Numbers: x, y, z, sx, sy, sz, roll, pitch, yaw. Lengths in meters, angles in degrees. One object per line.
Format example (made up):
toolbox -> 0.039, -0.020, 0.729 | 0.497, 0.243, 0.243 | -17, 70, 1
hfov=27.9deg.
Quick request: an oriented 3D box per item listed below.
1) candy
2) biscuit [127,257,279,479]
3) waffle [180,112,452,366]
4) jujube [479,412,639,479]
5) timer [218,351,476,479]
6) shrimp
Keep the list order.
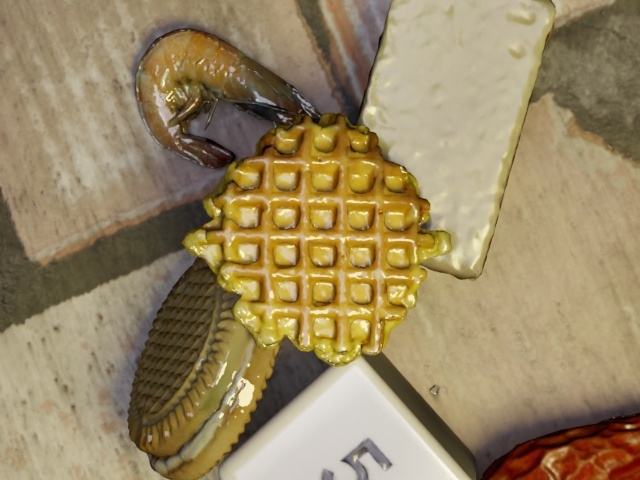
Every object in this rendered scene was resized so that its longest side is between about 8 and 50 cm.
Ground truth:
candy -> 0.133, -0.132, 1.399 | 0.179, 0.135, 0.321 | 15, 93, 6
biscuit -> -0.127, 0.130, 1.382 | 0.079, 0.259, 0.259 | 27, 93, -22
waffle -> 0.000, 0.000, 1.294 | 0.238, 0.059, 0.243 | 42, 79, 3
jujube -> 0.277, 0.284, 1.351 | 0.290, 0.197, 0.197 | -27, 86, -9
timer -> 0.035, 0.241, 1.374 | 0.195, 0.192, 0.194 | -41, 85, 5
shrimp -> -0.100, -0.145, 1.473 | 0.251, 0.052, 0.143 | 27, 103, 14
